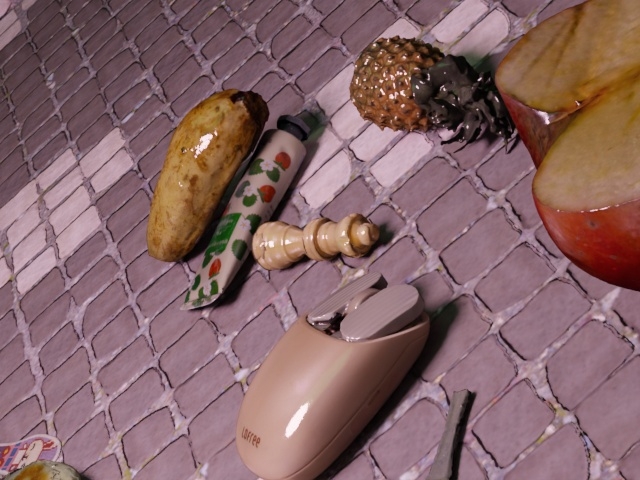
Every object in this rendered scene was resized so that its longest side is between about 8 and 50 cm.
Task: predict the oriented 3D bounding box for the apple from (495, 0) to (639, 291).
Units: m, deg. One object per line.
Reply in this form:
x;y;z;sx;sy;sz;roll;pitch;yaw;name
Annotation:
0.321;-0.133;1.272;0.365;0.295;0.329;-35;67;9;apple

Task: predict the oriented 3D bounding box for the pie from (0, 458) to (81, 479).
-0.352;0.344;1.752;0.240;0.054;0.240;-33;28;20;pie

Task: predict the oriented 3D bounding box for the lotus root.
-0.152;-0.081;1.941;0.258;0.097;0.110;-61;4;21;lotus root

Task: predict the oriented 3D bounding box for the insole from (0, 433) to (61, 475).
-0.379;0.267;1.937;0.197;0.004;0.065;-10;44;46;insole

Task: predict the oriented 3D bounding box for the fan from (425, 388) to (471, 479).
0.083;0.262;1.336;0.229;0.011;0.335;-18;38;37;fan

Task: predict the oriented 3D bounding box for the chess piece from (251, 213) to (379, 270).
0.000;-0.001;1.749;0.172;0.060;0.060;-6;46;45;chess piece

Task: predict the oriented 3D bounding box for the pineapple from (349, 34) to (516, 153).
0.139;-0.157;1.735;0.251;0.125;0.125;19;67;48;pineapple

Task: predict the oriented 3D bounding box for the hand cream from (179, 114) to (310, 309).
-0.088;-0.033;1.905;0.095;0.059;0.276;-16;41;56;hand cream

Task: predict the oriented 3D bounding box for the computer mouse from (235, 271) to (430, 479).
0.005;0.131;1.538;0.236;0.082;0.145;-50;28;-8;computer mouse
